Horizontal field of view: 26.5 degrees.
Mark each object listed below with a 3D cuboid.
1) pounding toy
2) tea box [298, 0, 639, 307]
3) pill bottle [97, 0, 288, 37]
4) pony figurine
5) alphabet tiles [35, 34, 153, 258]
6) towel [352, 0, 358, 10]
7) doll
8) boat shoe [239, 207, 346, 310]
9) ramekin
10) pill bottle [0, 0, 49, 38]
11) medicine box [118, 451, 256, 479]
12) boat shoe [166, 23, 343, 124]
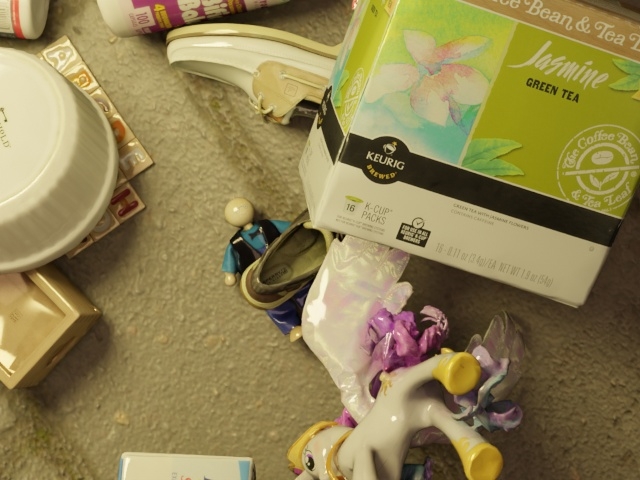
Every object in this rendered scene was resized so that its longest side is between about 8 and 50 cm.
[{"bbox_3d":[-0.409,0.085,1.680,0.206,0.094,0.181,44,96,10],"label":"pounding toy"},{"bbox_3d":[0.185,-0.145,1.530,0.329,0.220,0.323,16,108,-11],"label":"tea box"},{"bbox_3d":[-0.120,-0.352,1.627,0.301,0.169,0.169,-12,90,2],"label":"pill bottle"},{"bbox_3d":[0.091,0.184,1.553,0.303,0.363,0.351,36,83,-15],"label":"pony figurine"},{"bbox_3d":[-0.335,-0.106,1.713,0.198,0.009,0.237,-35,89,1],"label":"alphabet tiles"},{"bbox_3d":[0.106,-0.368,1.664,0.144,0.029,0.197,5,88,-28],"label":"towel"},{"bbox_3d":[-0.057,0.028,1.690,0.129,0.046,0.189,-34,88,-9],"label":"doll"},{"bbox_3d":[-0.001,0.000,1.646,0.223,0.073,0.080,-40,92,-19],"label":"boat shoe"},{"bbox_3d":[-0.386,-0.104,1.604,0.273,0.127,0.273,-3,69,7],"label":"ramekin"},{"bbox_3d":[-0.431,-0.307,1.665,0.180,0.108,0.108,6,91,1],"label":"pill bottle"},{"bbox_3d":[-0.154,0.397,1.538,0.149,0.289,0.263,3,69,-1],"label":"medicine box"},{"bbox_3d":[-0.043,-0.193,1.654,0.302,0.113,0.103,8,85,0],"label":"boat shoe"}]
